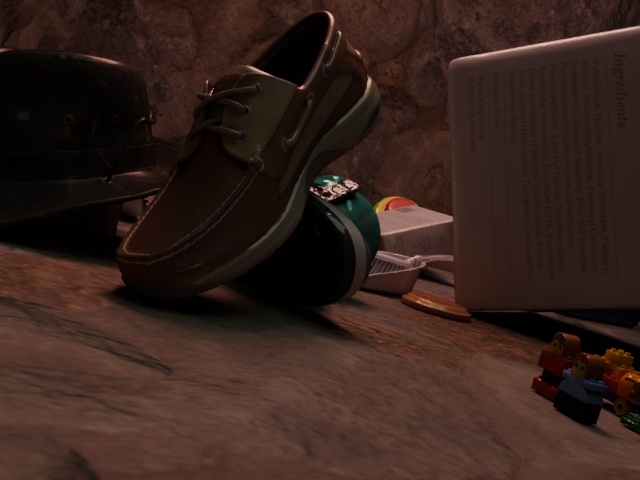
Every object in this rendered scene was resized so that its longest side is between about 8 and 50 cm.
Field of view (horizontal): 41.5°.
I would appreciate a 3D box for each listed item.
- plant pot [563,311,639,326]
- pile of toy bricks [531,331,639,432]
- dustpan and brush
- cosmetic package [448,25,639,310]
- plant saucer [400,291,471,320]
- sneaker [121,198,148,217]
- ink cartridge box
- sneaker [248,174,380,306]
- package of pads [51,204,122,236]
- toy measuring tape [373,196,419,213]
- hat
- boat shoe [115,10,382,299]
[{"bbox_3d":[0.448,0.016,1.529,0.236,0.212,0.236,13,4,-37],"label":"plant pot"},{"bbox_3d":[0.248,0.089,0.585,0.118,0.105,0.212,13,5,-24],"label":"pile of toy bricks"},{"bbox_3d":[0.101,0.033,1.088,0.211,0.060,0.147,13,5,-26],"label":"dustpan and brush"},{"bbox_3d":[0.406,-0.071,1.081,0.393,0.328,0.329,-4,-6,32],"label":"cosmetic package"},{"bbox_3d":[0.135,0.076,0.983,0.083,0.013,0.083,15,5,-1],"label":"plant saucer"},{"bbox_3d":[-0.299,-0.079,1.123,0.086,0.085,0.237,-20,28,-32],"label":"sneaker"},{"bbox_3d":[0.084,-0.002,1.478,0.261,0.066,0.296,-10,8,-7],"label":"ink cartridge box"},{"bbox_3d":[0.000,0.000,0.835,0.178,0.124,0.295,1,11,-34],"label":"sneaker"},{"bbox_3d":[-0.245,-0.038,0.873,0.083,0.050,0.032,17,5,15],"label":"package of pads"},{"bbox_3d":[0.214,-0.015,1.702,0.330,0.121,0.121,14,4,-3],"label":"toy measuring tape"},{"bbox_3d":[-0.258,-0.118,0.805,0.331,0.134,0.331,2,19,-1],"label":"hat"},{"bbox_3d":[-0.062,-0.082,0.684,0.123,0.116,0.324,2,38,32],"label":"boat shoe"}]
